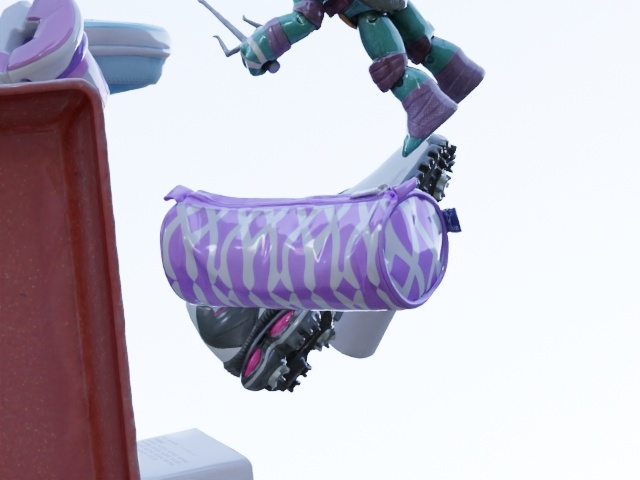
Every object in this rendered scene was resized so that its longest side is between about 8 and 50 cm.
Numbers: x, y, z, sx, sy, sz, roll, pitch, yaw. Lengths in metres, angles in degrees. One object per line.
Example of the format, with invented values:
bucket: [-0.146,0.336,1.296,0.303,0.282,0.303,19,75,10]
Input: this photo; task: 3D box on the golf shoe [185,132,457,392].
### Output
golf shoe: [0.000,0.000,1.678,0.120,0.273,0.105,42,1,19]

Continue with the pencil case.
pencil case: [-0.013,0.004,1.349,0.206,0.086,0.088,-3,-61,35]

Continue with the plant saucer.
plant saucer: [-0.220,0.062,0.952,0.259,0.258,0.048,-6,5,-3]

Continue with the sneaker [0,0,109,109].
sneaker: [-0.248,-0.097,1.418,0.236,0.095,0.104,-10,-41,28]

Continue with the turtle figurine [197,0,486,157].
turtle figurine: [0.012,-0.175,1.436,0.234,0.175,0.118,46,-41,-2]

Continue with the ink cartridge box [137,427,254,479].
ink cartridge box: [-0.161,0.240,1.351,0.237,0.172,0.100,-10,12,-26]

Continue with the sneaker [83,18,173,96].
sneaker: [-0.269,-0.070,1.601,0.319,0.208,0.127,-7,7,-5]

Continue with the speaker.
speaker: [0.050,0.041,1.774,0.055,0.055,0.136,19,-54,-9]
